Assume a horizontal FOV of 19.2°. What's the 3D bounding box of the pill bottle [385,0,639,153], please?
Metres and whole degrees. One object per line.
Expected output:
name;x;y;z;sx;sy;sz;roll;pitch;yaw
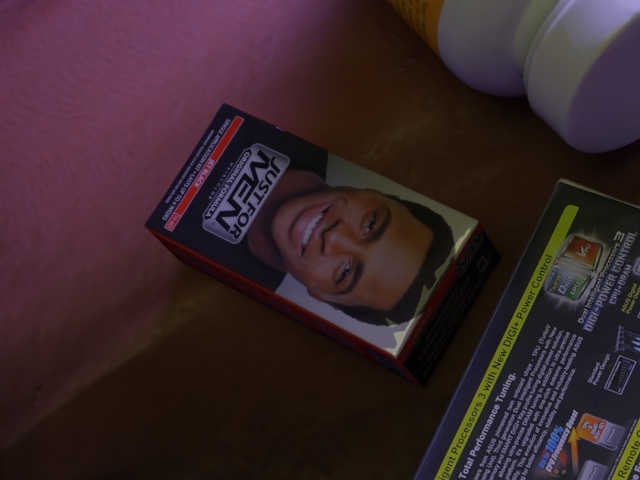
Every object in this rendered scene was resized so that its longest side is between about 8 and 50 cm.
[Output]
pill bottle;0.077;-0.137;0.821;0.117;0.117;0.208;-41;60;1

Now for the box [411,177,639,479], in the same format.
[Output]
box;0.135;0.133;0.717;0.216;0.060;0.270;20;76;27

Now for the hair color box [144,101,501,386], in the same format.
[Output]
hair color box;0.000;0.000;0.834;0.141;0.043;0.072;26;78;27
